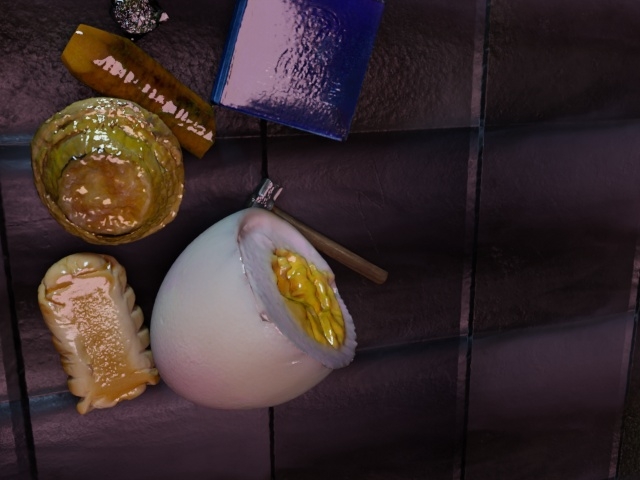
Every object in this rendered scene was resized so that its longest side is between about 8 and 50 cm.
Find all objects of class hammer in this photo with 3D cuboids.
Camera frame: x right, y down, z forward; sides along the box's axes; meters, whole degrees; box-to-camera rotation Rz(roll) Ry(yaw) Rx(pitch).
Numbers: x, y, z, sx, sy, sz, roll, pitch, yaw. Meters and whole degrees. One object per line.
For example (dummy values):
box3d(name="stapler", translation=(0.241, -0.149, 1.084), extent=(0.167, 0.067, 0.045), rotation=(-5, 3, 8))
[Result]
box3d(name="hammer", translation=(0.000, 0.000, 1.450), extent=(0.366, 0.043, 0.111), rotation=(30, 91, -25))

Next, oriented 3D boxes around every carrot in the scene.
box3d(name="carrot", translation=(-0.313, -0.271, 1.227), extent=(0.302, 0.114, 0.114), rotation=(33, 92, -26))

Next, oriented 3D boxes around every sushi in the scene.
box3d(name="sushi", translation=(-0.330, -0.410, 1.218), extent=(0.083, 0.056, 0.084), rotation=(-36, 114, 1))

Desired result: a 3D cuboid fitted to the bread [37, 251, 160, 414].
box3d(name="bread", translation=(-0.422, 0.166, 1.299), extent=(0.173, 0.121, 0.311), rotation=(-17, 109, -18))

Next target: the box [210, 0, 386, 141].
box3d(name="box", translation=(-0.045, -0.358, 1.299), extent=(0.262, 0.116, 0.278), rotation=(12, 102, -22))

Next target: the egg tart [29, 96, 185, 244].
box3d(name="egg tart", translation=(-0.377, -0.103, 1.207), extent=(0.294, 0.123, 0.293), rotation=(-4, 125, -6))

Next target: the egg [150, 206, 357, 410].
box3d(name="egg", translation=(-0.164, 0.161, 1.286), extent=(0.340, 0.354, 0.354), rotation=(-34, 115, 21))
